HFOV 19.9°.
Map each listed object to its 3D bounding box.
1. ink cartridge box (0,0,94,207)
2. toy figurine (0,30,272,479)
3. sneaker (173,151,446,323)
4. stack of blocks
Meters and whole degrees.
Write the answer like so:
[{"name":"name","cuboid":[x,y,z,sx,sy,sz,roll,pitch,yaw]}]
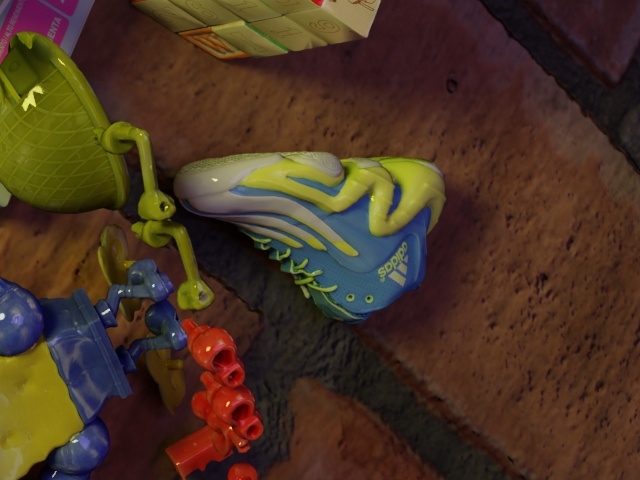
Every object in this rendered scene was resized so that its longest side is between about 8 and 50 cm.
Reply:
[{"name":"ink cartridge box","cuboid":[-0.294,-0.167,1.117,0.311,0.065,0.186,30,72,-31]},{"name":"toy figurine","cuboid":[-0.179,0.082,1.116,0.217,0.191,0.362,-30,131,-14]},{"name":"sneaker","cuboid":[0.000,0.000,1.319,0.240,0.091,0.126,-1,91,-38]},{"name":"stack of blocks","cuboid":[0.014,-0.225,1.201,0.087,0.297,0.171,30,71,-34]}]
